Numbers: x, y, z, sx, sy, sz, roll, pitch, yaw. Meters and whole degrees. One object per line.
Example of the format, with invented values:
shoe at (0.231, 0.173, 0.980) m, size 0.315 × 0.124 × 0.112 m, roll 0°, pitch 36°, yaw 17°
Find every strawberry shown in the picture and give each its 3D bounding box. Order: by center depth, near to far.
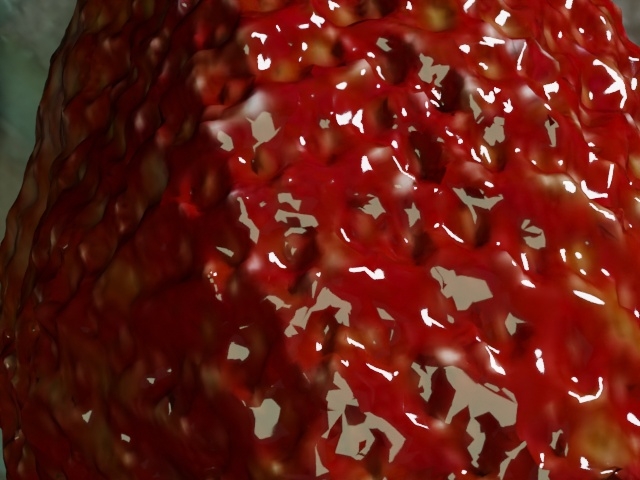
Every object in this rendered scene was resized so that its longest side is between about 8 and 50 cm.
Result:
strawberry at (0.000, 0.000, 0.611) m, size 0.312 × 0.267 × 0.351 m, roll -15°, pitch 83°, yaw 19°
